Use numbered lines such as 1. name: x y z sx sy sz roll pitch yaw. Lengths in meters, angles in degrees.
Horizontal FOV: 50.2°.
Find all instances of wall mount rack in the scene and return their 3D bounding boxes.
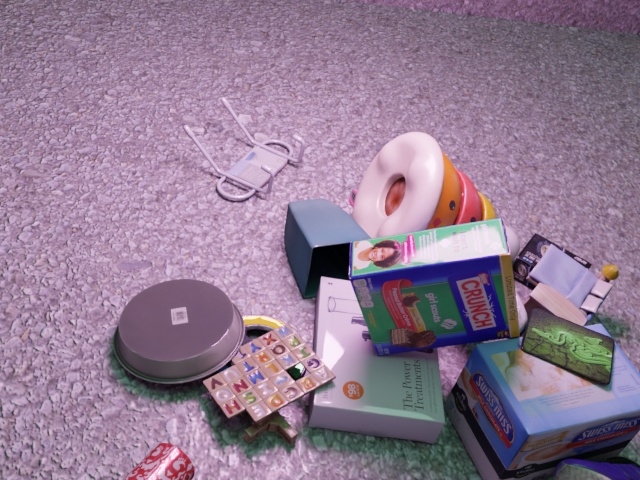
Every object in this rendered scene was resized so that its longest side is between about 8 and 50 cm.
1. wall mount rack: -0.226 -0.278 2.038 0.304 0.131 0.350 25 42 12

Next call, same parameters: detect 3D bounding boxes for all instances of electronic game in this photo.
1. electronic game: -0.140 0.257 1.541 0.229 0.048 0.229 8 42 -7

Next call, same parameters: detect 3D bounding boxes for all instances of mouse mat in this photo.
1. mouse mat: 0.529 0.221 1.456 0.189 0.007 0.153 23 40 12

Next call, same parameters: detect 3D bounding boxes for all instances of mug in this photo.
1. mug: -0.308 0.474 1.240 0.113 0.150 0.169 -7 25 34

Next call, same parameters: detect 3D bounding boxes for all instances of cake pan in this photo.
1. cake pan: -0.317 0.189 1.525 0.293 0.054 0.293 1 39 -1

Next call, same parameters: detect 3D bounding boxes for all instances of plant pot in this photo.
1. plant pot: 0.000 0.000 1.781 0.165 0.166 0.234 -8 41 -23

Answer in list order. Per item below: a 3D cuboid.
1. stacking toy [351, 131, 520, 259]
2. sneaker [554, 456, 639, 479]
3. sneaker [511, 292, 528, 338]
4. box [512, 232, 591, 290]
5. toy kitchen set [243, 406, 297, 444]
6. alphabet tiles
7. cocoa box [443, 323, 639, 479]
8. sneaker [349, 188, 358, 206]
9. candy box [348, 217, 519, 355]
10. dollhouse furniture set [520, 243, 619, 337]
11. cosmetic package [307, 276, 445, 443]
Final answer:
1. stacking toy: 0.357 -0.054 1.830 0.479 0.351 0.351 19 37 -27
2. sneaker: 0.609 0.508 1.432 0.293 0.102 0.146 23 24 -8
3. sneaker: 0.393 0.164 1.655 0.124 0.180 0.321 -41 39 -6
4. box: 0.646 0.082 1.927 0.180 0.078 0.147 33 44 20
5. toy kitchen set: -0.100 0.388 1.394 0.083 0.068 0.075 -28 57 -37
6. alphabet tiles: -0.119 0.283 1.452 0.237 0.009 0.198 -24 42 -25
7. cocoa box: 0.492 0.353 1.477 0.347 0.228 0.231 -5 45 -21
8. sneaker: 0.132 -0.107 2.024 0.057 0.047 0.119 -1 45 -41
9. candy box: 0.244 0.104 1.432 0.317 0.268 0.122 -11 43 12
10. dollhouse furniture set: 0.590 0.086 1.728 0.286 0.198 0.303 40 66 13
11. cosmetic package: 0.124 0.264 1.575 0.284 0.097 0.377 7 42 -4
